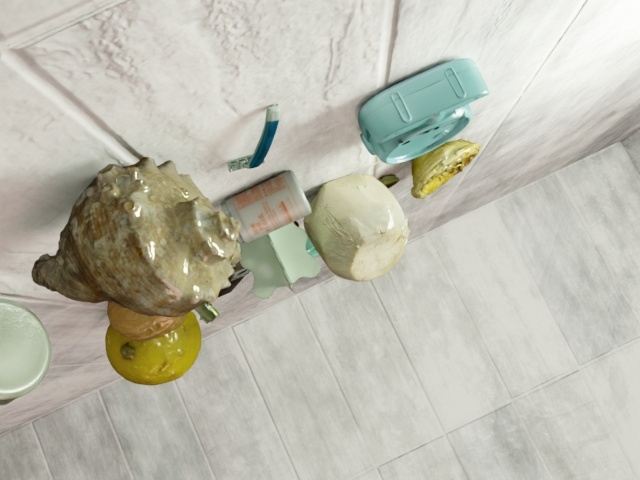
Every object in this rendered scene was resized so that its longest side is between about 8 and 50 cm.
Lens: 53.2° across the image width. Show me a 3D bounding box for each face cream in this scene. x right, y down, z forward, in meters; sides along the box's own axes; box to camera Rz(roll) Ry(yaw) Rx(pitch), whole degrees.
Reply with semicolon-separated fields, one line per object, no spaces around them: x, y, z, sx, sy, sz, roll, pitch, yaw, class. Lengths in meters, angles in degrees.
-0.150;-0.047;1.283;0.252;0.101;0.101;-25;171;-1;face cream

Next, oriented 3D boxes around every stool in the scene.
-0.652;0.233;1.225;0.199;0.195;0.195;-29;170;33;stool

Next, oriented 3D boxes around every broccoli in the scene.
-0.295;0.094;1.380;0.122;0.204;0.118;-37;-178;-41;broccoli

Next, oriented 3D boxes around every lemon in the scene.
-0.469;0.284;1.814;0.260;0.260;0.284;-33;162;37;lemon

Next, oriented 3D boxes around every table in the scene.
-0.107;0.019;1.452;0.167;0.198;0.166;-25;171;-4;table

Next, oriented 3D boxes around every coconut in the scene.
0.082;-0.042;1.555;0.245;0.247;0.245;-20;139;-18;coconut

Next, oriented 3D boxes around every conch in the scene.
-0.256;-0.016;0.929;0.352;0.209;0.297;7;-174;22;conch

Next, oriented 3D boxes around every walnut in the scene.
-0.418;0.164;1.572;0.197;0.165;0.165;-18;171;2;walnut

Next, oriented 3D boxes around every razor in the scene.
-0.095;-0.155;1.024;0.068;0.037;0.191;-20;169;-26;razor

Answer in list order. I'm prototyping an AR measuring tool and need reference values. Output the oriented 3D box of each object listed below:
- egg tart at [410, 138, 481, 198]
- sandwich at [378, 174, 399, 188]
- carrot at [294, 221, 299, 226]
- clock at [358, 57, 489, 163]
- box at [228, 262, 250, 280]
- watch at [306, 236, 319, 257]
0.316;-0.202;1.689;0.232;0.098;0.252;-39;168;33;egg tart
0.178;-0.157;1.744;0.044;0.031;0.083;-35;168;35;sandwich
-0.083;-0.035;1.663;0.061;0.061;0.257;-27;173;7;carrot
0.186;-0.225;1.204;0.224;0.094;0.274;-24;170;0;clock
-0.331;0.137;1.983;0.180;0.047;0.325;-22;171;-25;box
0.000;0.000;2.032;0.237;0.068;0.195;-18;167;-43;watch
